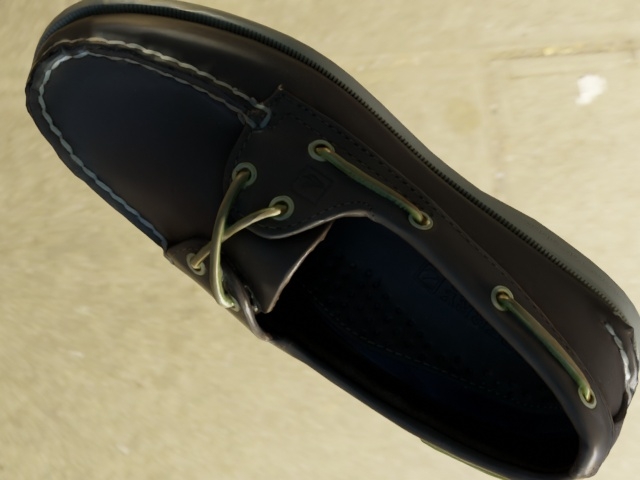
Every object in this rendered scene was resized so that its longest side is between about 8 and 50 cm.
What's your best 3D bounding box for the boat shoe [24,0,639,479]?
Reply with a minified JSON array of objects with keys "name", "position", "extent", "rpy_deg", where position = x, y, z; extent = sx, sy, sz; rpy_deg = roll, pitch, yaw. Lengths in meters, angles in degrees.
[{"name":"boat shoe","position":[0.000,0.000,0.900],"extent":[0.324,0.096,0.116],"rpy_deg":[33,119,-1]}]
